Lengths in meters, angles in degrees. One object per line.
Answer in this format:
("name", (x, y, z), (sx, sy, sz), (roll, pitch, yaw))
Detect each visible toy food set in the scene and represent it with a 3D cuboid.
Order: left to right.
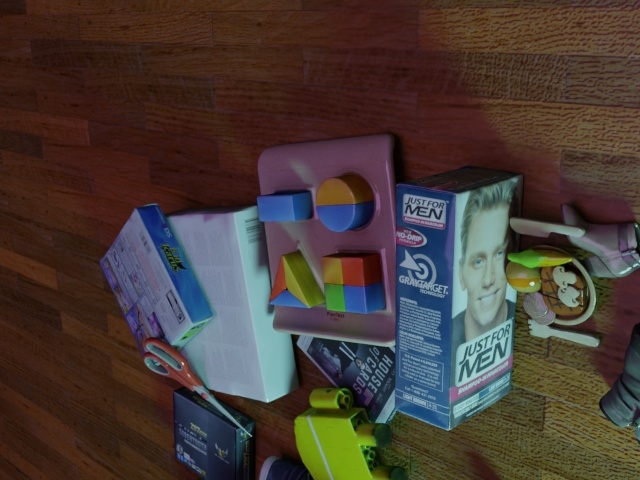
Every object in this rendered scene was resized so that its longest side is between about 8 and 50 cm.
("toy food set", (0.317, 0.066, 1.115), (0.132, 0.038, 0.192), (9, 122, 48))

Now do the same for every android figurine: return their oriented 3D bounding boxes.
("android figurine", (0.045, 0.390, 1.490), (0.273, 0.056, 0.248), (-16, 97, 54))

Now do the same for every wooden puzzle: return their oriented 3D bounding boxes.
("wooden puzzle", (0.000, 0.000, 1.390), (0.322, 0.081, 0.347), (1, 96, 45))

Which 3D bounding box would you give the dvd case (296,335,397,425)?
("dvd case", (0.065, 0.205, 1.453), (0.239, 0.030, 0.179), (45, 130, 28))

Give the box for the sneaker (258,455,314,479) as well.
("sneaker", (-0.059, 0.559, 1.607), (0.163, 0.086, 0.226), (0, 79, 41))

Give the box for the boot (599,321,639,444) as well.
("boot", (0.482, 0.221, 1.015), (0.246, 0.083, 0.161), (35, 132, 40))

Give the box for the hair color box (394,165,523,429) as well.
("hair color box", (0.200, 0.078, 1.173), (0.105, 0.174, 0.347), (13, 112, 42))

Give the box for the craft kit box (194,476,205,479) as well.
("craft kit box", (-0.186, 0.686, 1.836), (0.247, 0.061, 0.249), (3, 104, 42))

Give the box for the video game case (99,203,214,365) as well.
("video game case", (-0.350, 0.098, 1.685), (0.244, 0.061, 0.269), (-42, 71, 46))

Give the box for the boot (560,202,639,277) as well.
("boot", (0.378, -0.006, 1.070), (0.087, 0.042, 0.118), (-23, 87, 40))

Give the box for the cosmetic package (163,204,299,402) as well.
("cosmetic package", (-0.195, 0.120, 1.639), (0.284, 0.097, 0.377), (0, 102, 45))

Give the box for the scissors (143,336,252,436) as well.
("scissors", (-0.247, 0.304, 1.659), (0.297, 0.021, 0.109), (37, 135, 0))

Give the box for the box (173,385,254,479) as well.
("box", (-0.244, 0.451, 1.817), (0.233, 0.059, 0.183), (19, 114, 40))
